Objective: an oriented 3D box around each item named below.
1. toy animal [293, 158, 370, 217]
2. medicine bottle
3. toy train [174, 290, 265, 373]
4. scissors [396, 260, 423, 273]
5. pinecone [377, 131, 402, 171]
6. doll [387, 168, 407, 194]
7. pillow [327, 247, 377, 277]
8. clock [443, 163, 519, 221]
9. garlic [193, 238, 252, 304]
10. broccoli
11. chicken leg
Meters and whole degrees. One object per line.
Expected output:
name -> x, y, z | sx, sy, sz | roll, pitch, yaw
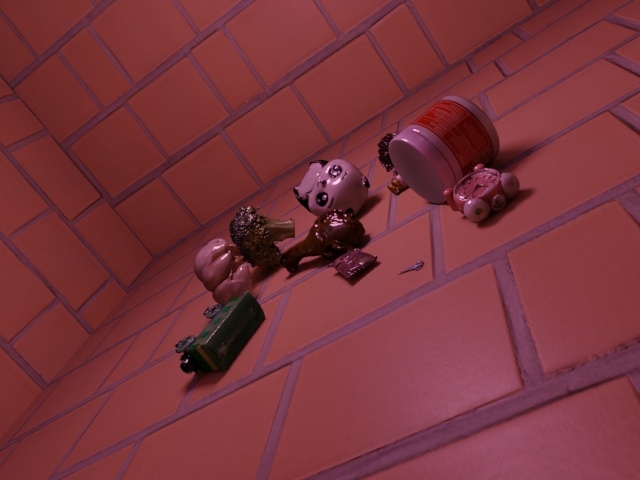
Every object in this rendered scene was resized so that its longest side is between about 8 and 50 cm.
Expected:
toy animal -> 0.058, -0.193, 2.347 | 0.251, 0.251, 0.310 | -39, 28, -10
medicine bottle -> 0.377, -0.280, 1.853 | 0.241, 0.252, 0.252 | -39, 16, -12
toy train -> -0.318, 0.296, 1.916 | 0.202, 0.120, 0.301 | -19, 23, 38
scissors -> 0.234, 0.075, 1.588 | 0.083, 0.006, 0.036 | -24, 21, 36
pinecone -> 0.322, -0.355, 2.388 | 0.165, 0.162, 0.163 | -21, 6, -32
doll -> 0.296, -0.233, 2.200 | 0.127, 0.084, 0.073 | -46, 18, -6
pillow -> 0.098, 0.069, 1.830 | 0.118, 0.043, 0.185 | -32, 18, -8
clock -> 0.430, -0.118, 1.601 | 0.166, 0.092, 0.162 | -37, 25, -5
garlic -> -0.364, 0.102, 2.228 | 0.203, 0.185, 0.281 | -60, 36, 28
broccoli -> -0.240, -0.008, 2.394 | 0.288, 0.260, 0.235 | -107, 37, -77
chicken leg -> 0.005, -0.015, 2.087 | 0.361, 0.140, 0.211 | -14, 35, 46
